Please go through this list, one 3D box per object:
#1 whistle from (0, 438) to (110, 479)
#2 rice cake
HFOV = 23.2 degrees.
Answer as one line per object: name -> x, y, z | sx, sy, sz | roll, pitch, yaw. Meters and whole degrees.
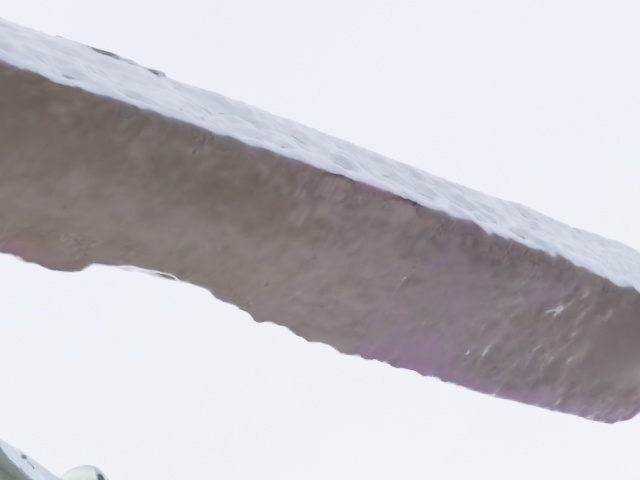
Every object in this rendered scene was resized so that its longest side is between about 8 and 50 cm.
whistle -> -0.070, 0.093, 0.492 | 0.035, 0.035, 0.100 | -47, -58, -2
rice cake -> 0.000, -0.001, 0.543 | 0.399, 0.064, 0.070 | 18, -70, -40
